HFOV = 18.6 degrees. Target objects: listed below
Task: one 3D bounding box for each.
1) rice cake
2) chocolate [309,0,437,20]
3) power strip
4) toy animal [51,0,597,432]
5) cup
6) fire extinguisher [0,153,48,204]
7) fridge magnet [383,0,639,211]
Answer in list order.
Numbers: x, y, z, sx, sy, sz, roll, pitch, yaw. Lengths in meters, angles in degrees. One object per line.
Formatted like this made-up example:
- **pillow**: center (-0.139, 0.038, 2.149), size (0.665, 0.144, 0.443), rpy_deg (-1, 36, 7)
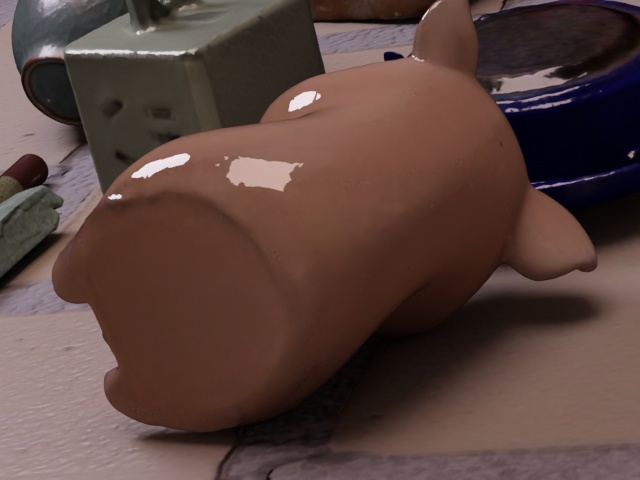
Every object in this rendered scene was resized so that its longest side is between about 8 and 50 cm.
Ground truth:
- **rice cake**: center (-0.265, 0.026, 1.424), size (0.045, 0.042, 0.245), rpy_deg (-14, 20, 32)
- **chocolate**: center (0.064, -0.276, 1.878), size (0.214, 0.093, 0.148), rpy_deg (6, 28, 39)
- **power strip**: center (-0.086, -0.113, 1.410), size (0.140, 0.224, 0.139), rpy_deg (7, 30, 39)
- **toy animal**: center (0.002, -0.001, 1.179), size (0.256, 0.195, 0.213), rpy_deg (-32, 4, -40)
- **cup**: center (-0.200, -0.179, 1.729), size (0.199, 0.199, 0.150), rpy_deg (-2, 43, 26)
- **fire extinguisher**: center (-0.269, -0.031, 1.555), size (0.035, 0.049, 0.173), rpy_deg (3, 27, 19)
- **fridge magnet**: center (0.154, -0.091, 1.368), size (0.265, 0.112, 0.265), rpy_deg (-11, 25, 5)
